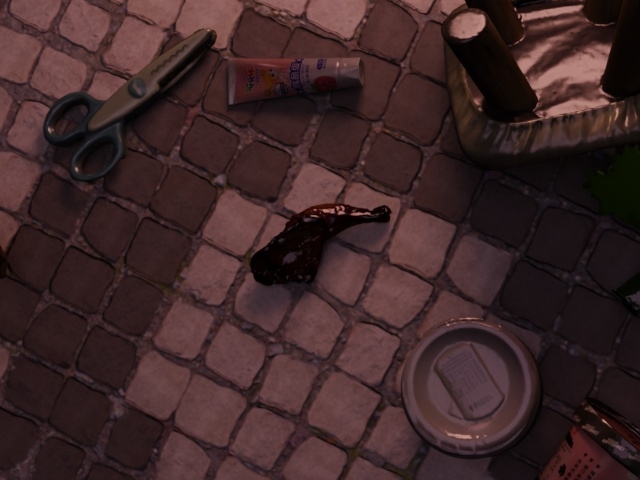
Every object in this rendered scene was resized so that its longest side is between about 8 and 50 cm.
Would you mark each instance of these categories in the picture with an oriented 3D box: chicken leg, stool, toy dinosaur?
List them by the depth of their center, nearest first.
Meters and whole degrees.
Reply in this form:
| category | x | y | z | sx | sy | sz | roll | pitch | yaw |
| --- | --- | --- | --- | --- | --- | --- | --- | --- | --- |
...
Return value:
| category | x | y | z | sx | sy | sz | roll | pitch | yaw |
| --- | --- | --- | --- | --- | --- | --- | --- | --- | --- |
| stool | 0.292 | -0.279 | 1.695 | 0.310 | 0.226 | 0.310 | -12 | 51 | 10 |
| toy dinosaur | 0.421 | -0.114 | 1.779 | 0.194 | 0.152 | 0.177 | 38 | 52 | 3 |
| chicken leg | -0.005 | -0.004 | 1.861 | 0.205 | 0.053 | 0.093 | -38 | 102 | 11 |

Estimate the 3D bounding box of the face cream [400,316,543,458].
| category | x | y | z | sx | sy | sz | roll | pitch | yaw |
| --- | --- | --- | --- | --- | --- | --- | --- | --- | --- |
| face cream | 0.196 | 0.191 | 1.748 | 0.177 | 0.153 | 0.177 | -1 | 82 | 10 |

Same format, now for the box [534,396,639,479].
| category | x | y | z | sx | sy | sz | roll | pitch | yaw |
| --- | --- | --- | --- | --- | --- | --- | --- | --- | --- |
| box | 0.353 | 0.293 | 1.714 | 0.151 | 0.151 | 0.135 | 41 | 100 | 12 |

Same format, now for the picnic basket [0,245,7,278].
| category | x | y | z | sx | sy | sz | roll | pitch | yaw |
| --- | --- | --- | --- | --- | --- | --- | --- | --- | --- |
| picnic basket | -0.580 | 0.058 | 1.848 | 0.291 | 0.254 | 0.321 | -29 | 69 | 5 |

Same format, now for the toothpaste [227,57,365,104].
| category | x | y | z | sx | sy | sz | roll | pitch | yaw |
| --- | --- | --- | --- | --- | --- | --- | --- | --- | --- |
| toothpaste | -0.037 | -0.229 | 1.898 | 0.194 | 0.043 | 0.067 | -3 | 86 | 15 |

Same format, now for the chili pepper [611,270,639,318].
| category | x | y | z | sx | sy | sz | roll | pitch | yaw |
| --- | --- | --- | --- | --- | --- | --- | --- | --- | --- |
| chili pepper | 0.488 | 0.017 | 1.766 | 0.227 | 0.059 | 0.088 | -45 | 74 | 0 |

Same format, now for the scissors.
| category | x | y | z | sx | sy | sz | roll | pitch | yaw |
| --- | --- | --- | --- | --- | --- | --- | --- | --- | --- |
| scissors | -0.262 | -0.206 | 1.932 | 0.289 | 0.041 | 0.138 | -38 | 71 | 5 |
